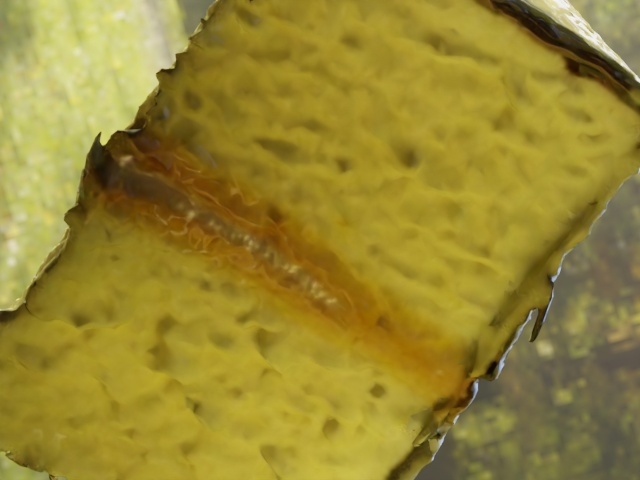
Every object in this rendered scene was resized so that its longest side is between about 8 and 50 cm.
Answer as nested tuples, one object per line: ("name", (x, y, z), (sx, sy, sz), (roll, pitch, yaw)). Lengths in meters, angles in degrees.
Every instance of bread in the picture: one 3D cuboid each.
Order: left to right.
("bread", (0.000, 0.000, 0.731), (0.178, 0.266, 0.142), (38, 21, 3))
